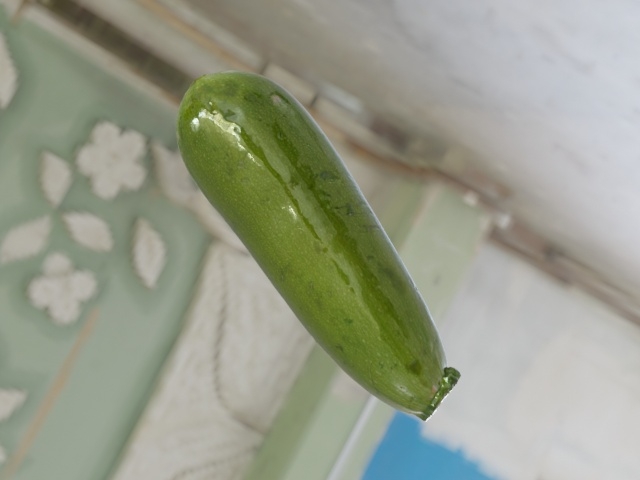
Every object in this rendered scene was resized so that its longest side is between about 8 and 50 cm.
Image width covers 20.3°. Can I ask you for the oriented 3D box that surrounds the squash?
[{"bbox_3d":[0.000,0.000,0.868,0.201,0.066,0.066,53,174,9],"label":"squash"}]
